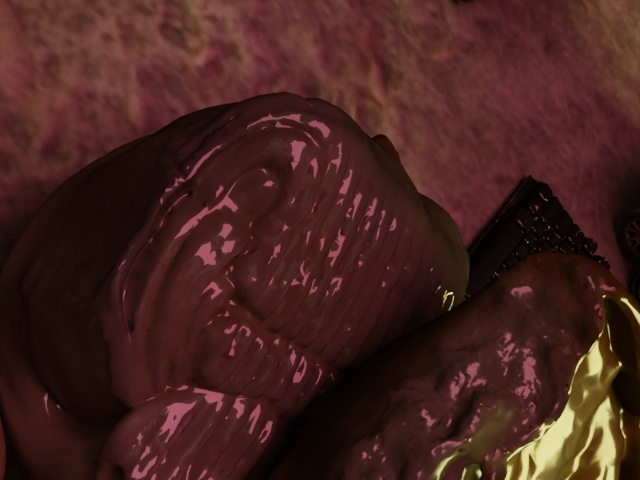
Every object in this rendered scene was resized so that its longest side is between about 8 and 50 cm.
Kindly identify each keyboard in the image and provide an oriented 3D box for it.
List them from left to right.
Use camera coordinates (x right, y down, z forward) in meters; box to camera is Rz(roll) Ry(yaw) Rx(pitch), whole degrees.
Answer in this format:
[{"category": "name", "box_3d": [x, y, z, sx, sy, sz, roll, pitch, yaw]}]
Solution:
[{"category": "keyboard", "box_3d": [0.077, 0.058, 0.978, 0.072, 0.023, 0.231, 54, 52, -17]}]

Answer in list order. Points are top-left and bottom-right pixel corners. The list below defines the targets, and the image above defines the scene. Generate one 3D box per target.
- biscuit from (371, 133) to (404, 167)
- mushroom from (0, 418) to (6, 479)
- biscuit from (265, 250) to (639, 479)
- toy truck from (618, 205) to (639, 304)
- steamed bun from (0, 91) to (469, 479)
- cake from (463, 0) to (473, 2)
[{"category": "biscuit", "box_3d": [0.000, 0.000, 0.922, 0.130, 0.019, 0.119, 14, 73, -39]}, {"category": "mushroom", "box_3d": [-0.184, 0.078, 0.685, 0.148, 0.112, 0.148, 17, 67, -46]}, {"category": "biscuit", "box_3d": [0.018, 0.171, 0.776, 0.335, 0.078, 0.329, -35, 143, -36]}, {"category": "toy truck", "box_3d": [0.240, 0.037, 1.078, 0.083, 0.092, 0.192, -21, 96, -43]}, {"category": "steamed bun", "box_3d": [-0.050, 0.041, 0.792, 0.218, 0.144, 0.211, 33, 86, -52]}, {"category": "cake", "box_3d": [0.132, -0.213, 0.994, 0.134, 0.147, 0.135, -31, 100, -41]}]
